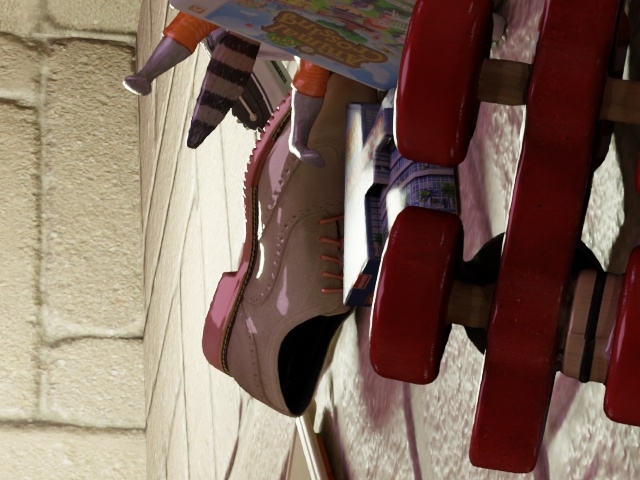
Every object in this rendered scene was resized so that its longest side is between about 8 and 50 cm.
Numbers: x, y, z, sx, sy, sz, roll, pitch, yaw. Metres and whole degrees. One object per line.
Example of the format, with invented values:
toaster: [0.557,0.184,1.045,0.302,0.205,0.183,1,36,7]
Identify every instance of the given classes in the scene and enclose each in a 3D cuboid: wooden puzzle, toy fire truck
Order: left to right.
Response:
wooden puzzle: [-0.012,0.318,1.848,0.238,0.044,0.221,-100,17,-63]
toy fire truck: [0.140,-0.029,1.001,0.254,0.169,0.302,-38,-44,-73]

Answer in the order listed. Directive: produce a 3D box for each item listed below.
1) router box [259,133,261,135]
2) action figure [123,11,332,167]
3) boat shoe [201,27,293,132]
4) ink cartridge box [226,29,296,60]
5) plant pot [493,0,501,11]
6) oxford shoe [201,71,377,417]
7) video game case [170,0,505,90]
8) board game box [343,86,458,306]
router box: [-0.048,-0.059,2.111,0.133,0.046,0.179,154,120,-77]
action figure: [-0.093,-0.267,1.600,0.178,0.341,0.330,137,150,-72]
boat shoe: [-0.068,-0.163,1.957,0.219,0.070,0.078,62,-161,-8]
ink cartridge box: [-0.024,-0.417,1.826,0.308,0.091,0.385,-75,-8,-67]
plant pot: [0.007,-0.364,1.379,0.334,0.334,0.305,129,154,-70]
oxford shoe: [0.000,0.000,1.763,0.146,0.140,0.397,40,127,37]
video game case: [0.010,-0.183,1.374,0.193,0.212,0.023,-17,57,62]
board game box: [0.065,-0.066,1.540,0.194,0.060,0.194,114,156,-60]
